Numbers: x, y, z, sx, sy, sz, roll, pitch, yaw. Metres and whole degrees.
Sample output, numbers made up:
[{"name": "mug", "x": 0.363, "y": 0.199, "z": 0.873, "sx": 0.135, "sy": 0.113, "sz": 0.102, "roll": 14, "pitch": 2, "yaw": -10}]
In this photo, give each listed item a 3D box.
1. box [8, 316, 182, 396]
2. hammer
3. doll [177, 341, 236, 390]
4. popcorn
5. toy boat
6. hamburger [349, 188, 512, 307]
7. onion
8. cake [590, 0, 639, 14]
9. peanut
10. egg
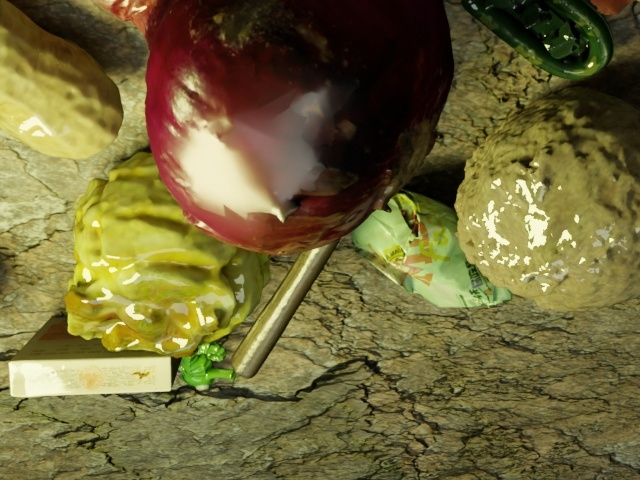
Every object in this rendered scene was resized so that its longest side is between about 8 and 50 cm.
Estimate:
[{"name": "box", "x": -0.290, "y": 0.150, "z": 2.036, "sx": 0.204, "sy": 0.051, "sz": 0.365, "roll": -2, "pitch": -175, "yaw": -2}, {"name": "hammer", "x": 0.000, "y": 0.000, "z": 1.796, "sx": 0.044, "sy": 0.168, "sz": 0.440, "roll": 37, "pitch": 120, "yaw": 8}, {"name": "doll", "x": -0.185, "y": 0.188, "z": 2.289, "sx": 0.115, "sy": 0.050, "sz": 0.190, "roll": 3, "pitch": 159, "yaw": -1}, {"name": "popcorn", "x": -0.185, "y": 0.024, "z": 1.839, "sx": 0.293, "sy": 0.237, "sz": 0.293, "roll": -1, "pitch": 143, "yaw": -1}, {"name": "toy boat", "x": 0.241, "y": -0.234, "z": 1.615, "sx": 0.104, "sy": 0.052, "sz": 0.210, "roll": -26, "pitch": 142, "yaw": 30}, {"name": "hamburger", "x": 0.126, "y": 0.001, "z": 1.931, "sx": 0.214, "sy": 0.125, "sz": 0.235, "roll": 31, "pitch": 178, "yaw": -23}, {"name": "onion", "x": -0.067, "y": -0.178, "z": 1.487, "sx": 0.385, "sy": 0.348, "sz": 0.348, "roll": 32, "pitch": 151, "yaw": 11}, {"name": "cake", "x": 0.367, "y": -0.306, "z": 1.456, "sx": 0.287, "sy": 0.098, "sz": 0.135, "roll": -15, "pitch": 148, "yaw": 21}, {"name": "peanut", "x": -0.331, "y": -0.183, "z": 1.591, "sx": 0.130, "sy": 0.130, "sz": 0.290, "roll": -23, "pitch": 141, "yaw": 31}, {"name": "egg", "x": 0.300, "y": -0.043, "z": 1.742, "sx": 0.279, "sy": 0.279, "sz": 0.310, "roll": 19, "pitch": 158, "yaw": -33}]
